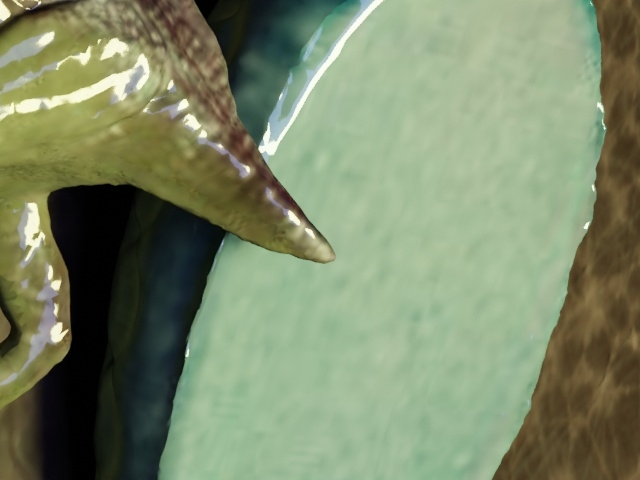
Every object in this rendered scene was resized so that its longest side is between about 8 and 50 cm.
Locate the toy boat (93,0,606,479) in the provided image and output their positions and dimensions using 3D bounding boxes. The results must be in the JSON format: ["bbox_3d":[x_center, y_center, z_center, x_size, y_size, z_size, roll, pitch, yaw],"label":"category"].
[{"bbox_3d":[0.000,0.000,0.838,0.215,0.123,0.330,4,106,-40],"label":"toy boat"}]

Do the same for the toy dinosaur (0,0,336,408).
[{"bbox_3d":[-0.124,-0.066,0.668,0.162,0.077,0.294,-46,119,-12],"label":"toy dinosaur"}]
